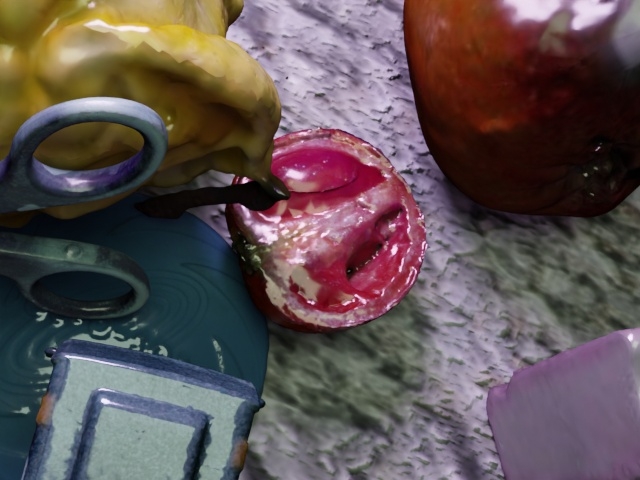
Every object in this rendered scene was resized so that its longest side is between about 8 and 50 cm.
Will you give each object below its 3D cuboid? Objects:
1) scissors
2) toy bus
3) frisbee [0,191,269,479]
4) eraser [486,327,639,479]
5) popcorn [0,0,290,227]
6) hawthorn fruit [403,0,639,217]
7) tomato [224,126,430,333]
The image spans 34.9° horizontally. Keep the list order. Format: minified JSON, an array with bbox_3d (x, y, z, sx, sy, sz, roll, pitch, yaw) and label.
[{"bbox_3d":[-0.302,-0.015,0.703,0.384,0.256,0.029,1,54,-15],"label":"scissors"},{"bbox_3d":[-0.155,0.238,0.727,0.162,0.194,0.323,15,79,-8],"label":"toy bus"},{"bbox_3d":[-0.183,0.085,0.871,0.290,0.049,0.289,5,69,-12],"label":"frisbee"},{"bbox_3d":[0.361,0.126,0.870,0.359,0.272,0.122,-9,73,-16],"label":"eraser"},{"bbox_3d":[-0.177,-0.151,0.811,0.382,0.349,0.349,43,66,-4],"label":"popcorn"},{"bbox_3d":[0.222,-0.187,0.943,0.309,0.308,0.324,9,67,-10],"label":"hawthorn fruit"},{"bbox_3d":[0.000,0.000,0.920,0.173,0.099,0.189,-18,73,-21],"label":"tomato"}]
